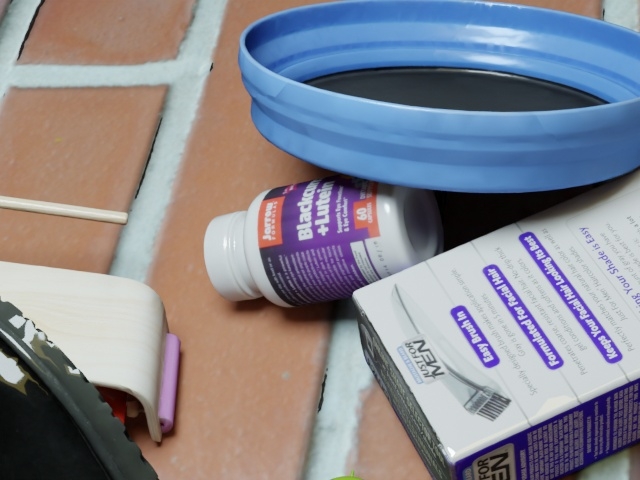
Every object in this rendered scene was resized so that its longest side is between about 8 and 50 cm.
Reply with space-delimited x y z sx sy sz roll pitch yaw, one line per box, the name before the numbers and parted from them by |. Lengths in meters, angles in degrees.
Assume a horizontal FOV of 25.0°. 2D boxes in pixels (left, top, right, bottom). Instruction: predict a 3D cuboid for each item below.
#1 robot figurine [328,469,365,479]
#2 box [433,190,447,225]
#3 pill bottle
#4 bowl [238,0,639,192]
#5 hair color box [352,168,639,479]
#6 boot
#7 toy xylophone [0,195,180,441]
robot figurine | 0.026 0.229 1.100 0.101 0.067 0.115 -27 49 -1
box | 0.083 -0.041 1.333 0.062 0.052 0.083 1 51 12
pill bottle | 0.000 0.000 1.260 0.194 0.108 0.108 -11 46 26
bowl | 0.120 -0.137 1.288 0.391 0.077 0.391 2 22 -1
hair color box | 0.218 0.069 1.175 0.339 0.110 0.185 -22 50 -10
boot | -0.243 0.226 1.038 0.260 0.131 0.348 -35 84 -20
toy xylophone | -0.269 0.065 1.229 0.323 0.081 0.236 14 46 -3
